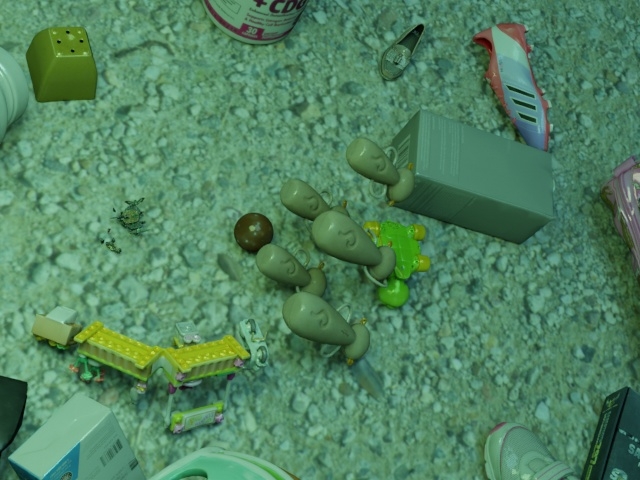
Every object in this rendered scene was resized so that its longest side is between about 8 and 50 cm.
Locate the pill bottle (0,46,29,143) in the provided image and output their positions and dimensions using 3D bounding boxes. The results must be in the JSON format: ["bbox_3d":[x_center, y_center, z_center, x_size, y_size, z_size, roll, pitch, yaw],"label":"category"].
[{"bbox_3d":[-0.463,-0.140,1.129,0.152,0.152,0.272,38,34,-2],"label":"pill bottle"}]

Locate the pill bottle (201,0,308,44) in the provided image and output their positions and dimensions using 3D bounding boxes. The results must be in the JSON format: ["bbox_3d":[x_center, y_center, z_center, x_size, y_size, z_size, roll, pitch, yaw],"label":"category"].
[{"bbox_3d":[-0.062,-0.428,1.413,0.160,0.283,0.160,10,60,-19],"label":"pill bottle"}]

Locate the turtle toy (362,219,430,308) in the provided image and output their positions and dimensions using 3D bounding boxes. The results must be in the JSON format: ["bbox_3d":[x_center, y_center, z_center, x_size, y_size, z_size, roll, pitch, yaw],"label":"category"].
[{"bbox_3d":[0.101,0.031,1.376,0.095,0.066,0.130,4,63,-21],"label":"turtle toy"}]

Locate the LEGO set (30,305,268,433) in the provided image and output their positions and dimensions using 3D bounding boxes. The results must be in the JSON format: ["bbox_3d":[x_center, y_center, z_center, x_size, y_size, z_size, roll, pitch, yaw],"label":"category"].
[{"bbox_3d":[-0.203,0.160,1.173,0.287,0.107,0.132,4,28,-18],"label":"LEGO set"}]

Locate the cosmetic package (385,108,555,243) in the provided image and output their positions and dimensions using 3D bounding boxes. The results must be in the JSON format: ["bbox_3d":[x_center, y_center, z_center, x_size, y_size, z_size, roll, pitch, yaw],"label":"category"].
[{"bbox_3d":[0.231,-0.094,1.482,0.238,0.107,0.127,19,58,-18],"label":"cosmetic package"}]

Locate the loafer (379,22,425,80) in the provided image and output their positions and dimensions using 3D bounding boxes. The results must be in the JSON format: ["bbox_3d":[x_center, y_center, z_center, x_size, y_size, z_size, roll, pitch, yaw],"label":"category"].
[{"bbox_3d":[0.135,-0.312,1.589,0.045,0.039,0.125,36,55,-4],"label":"loafer"}]

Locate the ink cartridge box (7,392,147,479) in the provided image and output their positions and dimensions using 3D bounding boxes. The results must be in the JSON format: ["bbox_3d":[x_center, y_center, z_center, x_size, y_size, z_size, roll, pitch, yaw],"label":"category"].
[{"bbox_3d":[-0.252,0.268,1.059,0.060,0.180,0.104,16,46,34],"label":"ink cartridge box"}]

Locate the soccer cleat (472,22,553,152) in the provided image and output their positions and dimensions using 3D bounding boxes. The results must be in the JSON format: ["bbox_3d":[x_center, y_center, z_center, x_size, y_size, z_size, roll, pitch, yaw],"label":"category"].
[{"bbox_3d":[0.324,-0.252,1.632,0.095,0.083,0.248,-10,71,3],"label":"soccer cleat"}]

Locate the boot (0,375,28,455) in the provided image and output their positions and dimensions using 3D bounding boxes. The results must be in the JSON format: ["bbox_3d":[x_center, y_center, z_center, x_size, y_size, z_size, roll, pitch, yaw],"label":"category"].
[{"bbox_3d":[-0.518,0.102,1.006,0.445,0.146,0.367,20,65,-11],"label":"boot"}]

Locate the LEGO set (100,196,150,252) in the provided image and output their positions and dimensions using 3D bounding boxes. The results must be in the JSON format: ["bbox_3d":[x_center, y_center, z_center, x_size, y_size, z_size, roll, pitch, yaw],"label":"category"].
[{"bbox_3d":[-0.254,-0.020,1.272,0.083,0.023,0.054,-41,83,-21],"label":"LEGO set"}]

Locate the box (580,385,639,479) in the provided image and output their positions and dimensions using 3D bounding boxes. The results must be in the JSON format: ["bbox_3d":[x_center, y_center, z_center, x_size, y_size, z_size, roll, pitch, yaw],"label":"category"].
[{"bbox_3d":[0.493,0.347,1.391,0.233,0.059,0.183,35,54,-5],"label":"box"}]

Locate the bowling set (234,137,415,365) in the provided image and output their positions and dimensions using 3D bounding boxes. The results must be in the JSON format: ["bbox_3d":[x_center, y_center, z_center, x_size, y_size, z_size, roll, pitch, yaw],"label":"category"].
[{"bbox_3d":[0.000,0.000,1.306,0.154,0.200,0.287,33,78,-44],"label":"bowling set"}]

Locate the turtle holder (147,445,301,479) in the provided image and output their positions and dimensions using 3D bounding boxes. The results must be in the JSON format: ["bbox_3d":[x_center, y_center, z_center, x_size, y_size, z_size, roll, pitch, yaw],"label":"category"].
[{"bbox_3d":[-0.124,0.367,1.023,0.320,0.243,0.227,-41,65,4],"label":"turtle holder"}]

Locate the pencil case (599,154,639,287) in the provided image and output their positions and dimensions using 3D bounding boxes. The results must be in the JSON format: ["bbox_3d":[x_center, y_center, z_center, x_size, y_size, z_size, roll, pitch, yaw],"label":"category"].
[{"bbox_3d":[0.560,0.054,1.521,0.160,0.167,0.386,-13,65,8],"label":"pencil case"}]

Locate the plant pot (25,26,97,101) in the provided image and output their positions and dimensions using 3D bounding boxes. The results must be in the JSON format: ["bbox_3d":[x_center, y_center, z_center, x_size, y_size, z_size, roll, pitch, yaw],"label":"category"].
[{"bbox_3d":[-0.343,-0.244,1.309,0.081,0.083,0.081,-8,68,-27],"label":"plant pot"}]

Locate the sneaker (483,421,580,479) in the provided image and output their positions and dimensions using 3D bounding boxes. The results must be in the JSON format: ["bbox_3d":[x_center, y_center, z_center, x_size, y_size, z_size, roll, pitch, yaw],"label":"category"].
[{"bbox_3d":[0.320,0.342,1.283,0.103,0.111,0.252,-31,80,-34],"label":"sneaker"}]
